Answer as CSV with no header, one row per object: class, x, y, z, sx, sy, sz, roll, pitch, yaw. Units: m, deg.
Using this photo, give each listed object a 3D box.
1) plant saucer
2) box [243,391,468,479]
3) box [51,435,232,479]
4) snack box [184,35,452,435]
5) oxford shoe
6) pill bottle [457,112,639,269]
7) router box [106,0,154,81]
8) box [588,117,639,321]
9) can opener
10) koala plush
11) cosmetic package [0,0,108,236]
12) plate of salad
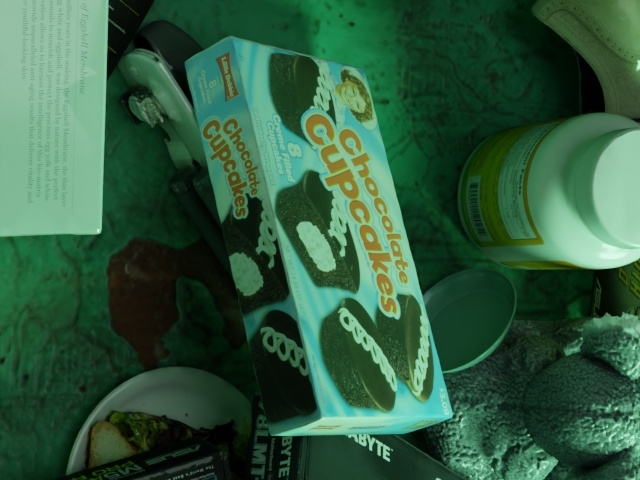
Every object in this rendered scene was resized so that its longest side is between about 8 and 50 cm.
plant saucer,0.128,0.077,1.655,0.119,0.119,0.021,-54,127,-21
box,0.041,0.307,1.532,0.295,0.073,0.293,38,49,-42
box,-0.187,0.297,1.457,0.270,0.060,0.216,-14,102,-24
snack box,0.000,0.000,1.514,0.187,0.060,0.322,6,65,-53
oxford shoe,0.331,-0.110,1.800,0.146,0.140,0.397,-31,111,1
pill bottle,0.229,-0.042,1.629,0.136,0.245,0.136,0,89,-19
router box,-0.222,-0.218,1.474,0.179,0.046,0.133,38,71,-26
box,0.319,0.027,1.689,0.056,0.183,0.231,-5,118,-16
can opener,-0.079,-0.054,1.548,0.093,0.074,0.280,-38,109,-27
koala plush,0.217,0.155,1.647,0.203,0.221,0.196,13,84,-31
cosmetic package,-0.282,-0.121,1.350,0.224,0.138,0.224,-1,101,-24
plate of salad,-0.119,0.206,1.538,0.200,0.048,0.200,1,89,-32
